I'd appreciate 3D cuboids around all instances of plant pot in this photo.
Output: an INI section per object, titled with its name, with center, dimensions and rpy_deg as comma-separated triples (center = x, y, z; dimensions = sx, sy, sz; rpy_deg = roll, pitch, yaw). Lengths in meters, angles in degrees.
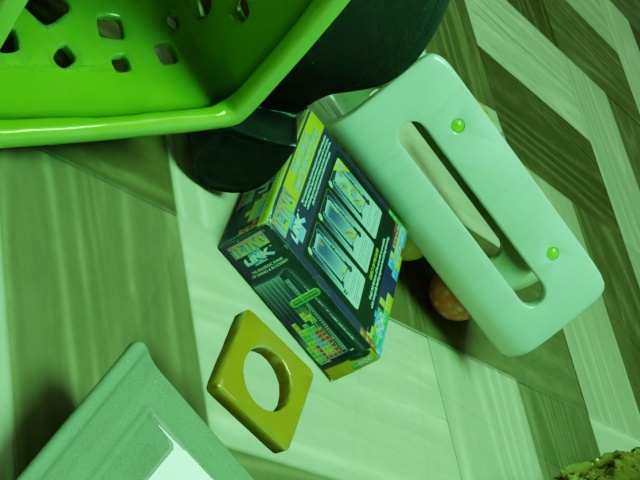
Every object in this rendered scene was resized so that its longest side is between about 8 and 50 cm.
[plant pot]
center = -0.117, -0.200, 0.746
dimensions = 0.228, 0.227, 0.207
rpy_deg = -8, 64, -40

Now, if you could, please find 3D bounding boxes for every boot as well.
[boot]
center = -0.013, -0.210, 0.954
dimensions = 0.096, 0.264, 0.280
rpy_deg = 14, 51, -25

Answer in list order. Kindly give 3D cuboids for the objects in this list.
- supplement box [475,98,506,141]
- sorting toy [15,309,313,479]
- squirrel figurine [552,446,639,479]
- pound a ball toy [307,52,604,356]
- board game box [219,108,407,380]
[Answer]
[supplement box]
center = 0.178, -0.100, 1.444
dimensions = 0.062, 0.036, 0.098
rpy_deg = 20, 48, -55
[sorting toy]
center = -0.086, 0.176, 0.672
dimensions = 0.196, 0.047, 0.347
rpy_deg = 55, 37, -15
[squirrel figurine]
center = 0.349, 0.292, 1.083
dimensions = 0.397, 0.281, 0.370
rpy_deg = 34, 46, -36
[pound a ball toy]
center = 0.114, -0.030, 1.197
dimensions = 0.319, 0.136, 0.208
rpy_deg = 51, 3, -22
[board game box]
center = 0.000, 0.000, 1.015
dimensions = 0.141, 0.048, 0.170
rpy_deg = 50, 29, -20
